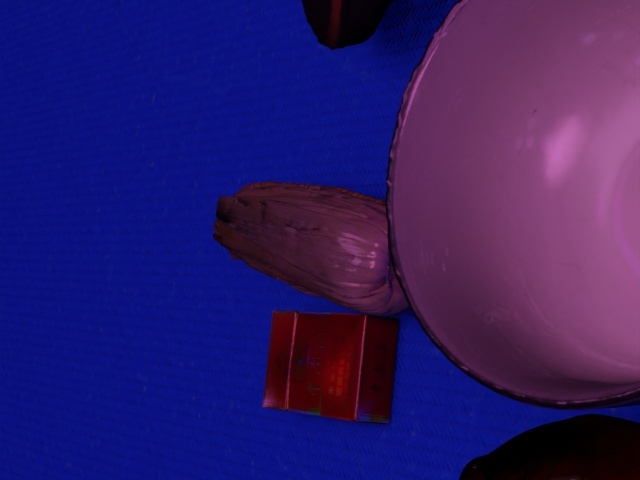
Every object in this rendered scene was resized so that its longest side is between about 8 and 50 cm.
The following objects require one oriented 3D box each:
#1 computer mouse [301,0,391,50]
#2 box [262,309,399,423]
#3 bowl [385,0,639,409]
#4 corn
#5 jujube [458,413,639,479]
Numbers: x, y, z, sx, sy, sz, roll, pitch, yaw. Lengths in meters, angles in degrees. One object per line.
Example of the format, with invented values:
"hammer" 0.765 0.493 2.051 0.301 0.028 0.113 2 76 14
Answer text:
"computer mouse" 0.063 -0.346 1.310 0.323 0.116 0.183 -63 4 20
"box" 0.007 0.130 1.379 0.175 0.048 0.112 -4 79 55
"bowl" 0.234 -0.046 0.922 0.354 0.185 0.354 -16 67 42
"corn" -0.003 0.003 1.361 0.305 0.123 0.122 14 95 56
"jujube" 0.191 0.216 1.008 0.236 0.168 0.168 -4 79 58
